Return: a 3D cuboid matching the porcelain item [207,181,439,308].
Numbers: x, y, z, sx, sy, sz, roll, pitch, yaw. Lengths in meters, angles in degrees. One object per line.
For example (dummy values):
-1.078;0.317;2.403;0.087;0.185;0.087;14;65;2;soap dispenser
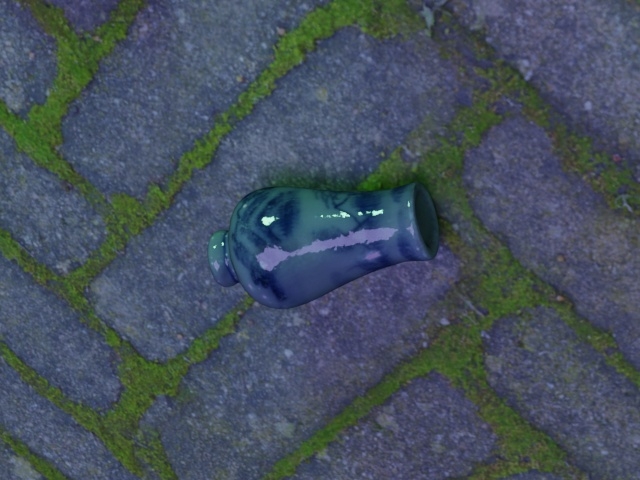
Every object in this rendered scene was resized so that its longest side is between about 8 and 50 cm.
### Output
0.000;0.000;1.584;0.259;0.141;0.141;-10;117;19;porcelain item
